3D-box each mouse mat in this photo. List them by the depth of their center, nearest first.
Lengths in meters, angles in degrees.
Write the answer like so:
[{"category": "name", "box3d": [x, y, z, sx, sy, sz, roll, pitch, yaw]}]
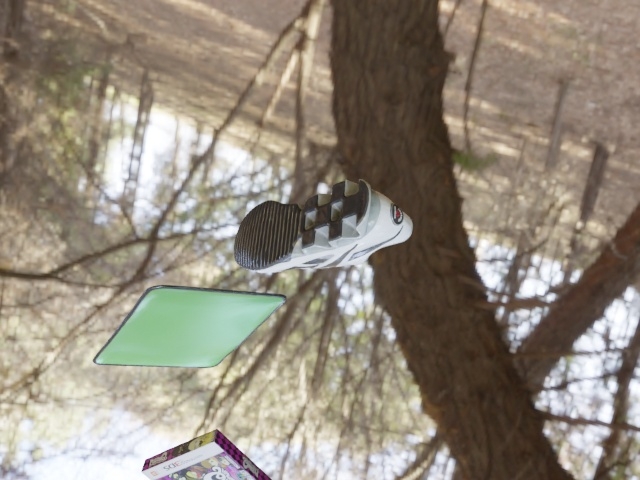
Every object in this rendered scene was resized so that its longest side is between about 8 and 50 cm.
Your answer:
[{"category": "mouse mat", "box3d": [-0.140, 0.095, 0.964, 0.152, 0.189, 0.007, 7, -122, -31]}]

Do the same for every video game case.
[{"category": "video game case", "box3d": [-0.223, 0.507, 1.921, 0.232, 0.210, 0.042, 50, -150, -25]}]

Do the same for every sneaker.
[{"category": "sneaker", "box3d": [0.000, 0.000, 1.444, 0.330, 0.122, 0.146, -10, 156, 45]}]
